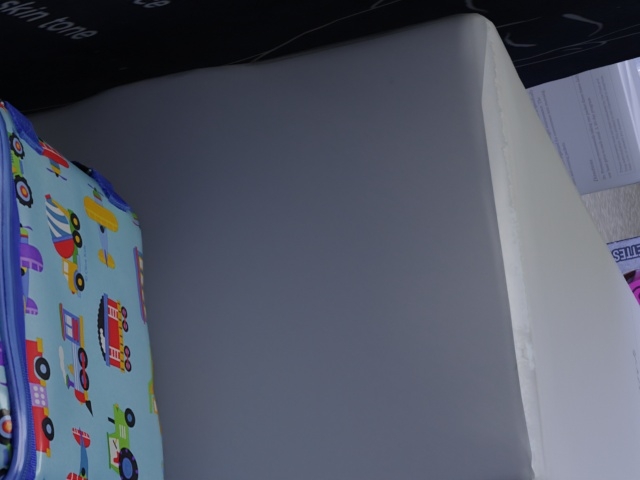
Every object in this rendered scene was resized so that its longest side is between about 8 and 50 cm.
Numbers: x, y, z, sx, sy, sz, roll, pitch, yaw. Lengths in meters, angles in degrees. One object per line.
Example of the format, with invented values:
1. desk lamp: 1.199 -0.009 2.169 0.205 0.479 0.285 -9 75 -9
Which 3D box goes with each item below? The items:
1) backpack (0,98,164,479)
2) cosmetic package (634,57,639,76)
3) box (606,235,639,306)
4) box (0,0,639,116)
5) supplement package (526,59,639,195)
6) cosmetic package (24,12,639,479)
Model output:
1. backpack: -0.129 0.024 0.488 0.173 0.117 0.158 46 33 -58
2. cosmetic package: 0.246 -0.145 1.776 0.231 0.117 0.085 28 -40 63
3. box: 0.240 0.076 1.529 0.163 0.247 0.142 4 73 -74
4. box: 0.044 -0.227 0.631 0.480 0.472 0.297 12 66 -74
5. supplement package: 0.110 -0.135 1.311 0.149 0.203 0.194 -78 152 -58
6. cosmetic package: 0.023 0.098 0.763 0.453 0.230 0.161 47 34 -61
